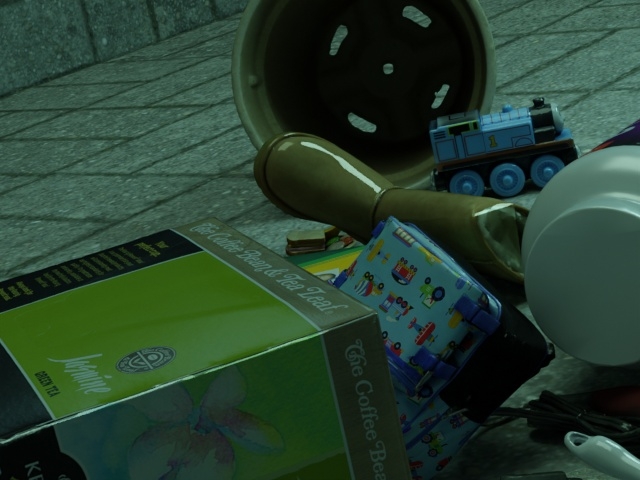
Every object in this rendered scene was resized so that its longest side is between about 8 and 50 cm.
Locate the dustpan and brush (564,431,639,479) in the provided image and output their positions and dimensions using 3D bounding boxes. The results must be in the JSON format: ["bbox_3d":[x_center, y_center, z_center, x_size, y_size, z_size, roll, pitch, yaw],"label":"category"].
[{"bbox_3d":[0.242,0.161,0.993,0.211,0.060,0.147,31,55,31],"label":"dustpan and brush"}]

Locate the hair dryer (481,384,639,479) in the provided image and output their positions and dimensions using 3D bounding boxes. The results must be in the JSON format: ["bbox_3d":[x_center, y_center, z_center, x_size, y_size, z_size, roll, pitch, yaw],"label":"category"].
[{"bbox_3d":[0.256,0.114,1.153,0.293,0.080,0.223,-11,16,6],"label":"hair dryer"}]

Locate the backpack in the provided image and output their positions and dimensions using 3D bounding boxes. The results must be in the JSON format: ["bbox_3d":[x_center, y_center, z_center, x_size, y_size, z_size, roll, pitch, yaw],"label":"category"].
[{"bbox_3d":[0.062,0.091,1.196,0.173,0.117,0.158,-50,45,7],"label":"backpack"}]

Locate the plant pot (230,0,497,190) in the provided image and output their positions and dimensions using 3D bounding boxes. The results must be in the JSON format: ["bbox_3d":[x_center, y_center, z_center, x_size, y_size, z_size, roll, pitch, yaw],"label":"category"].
[{"bbox_3d":[0.077,-0.228,2.100,0.334,0.334,0.305,-9,5,11],"label":"plant pot"}]

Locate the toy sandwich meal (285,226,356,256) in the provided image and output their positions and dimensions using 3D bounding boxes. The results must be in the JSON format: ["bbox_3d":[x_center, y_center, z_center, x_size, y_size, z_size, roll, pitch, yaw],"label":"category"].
[{"bbox_3d":[0.000,0.000,1.821,0.086,0.029,0.085,-12,16,3],"label":"toy sandwich meal"}]

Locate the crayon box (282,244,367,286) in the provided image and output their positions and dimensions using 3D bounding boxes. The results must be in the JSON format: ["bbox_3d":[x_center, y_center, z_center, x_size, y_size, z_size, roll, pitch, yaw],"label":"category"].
[{"bbox_3d":[0.011,0.086,1.429,0.165,0.081,0.278,-9,16,13],"label":"crayon box"}]

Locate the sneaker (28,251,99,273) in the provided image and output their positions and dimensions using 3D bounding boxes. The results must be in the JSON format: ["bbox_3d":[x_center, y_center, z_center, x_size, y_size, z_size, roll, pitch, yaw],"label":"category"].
[{"bbox_3d":[-0.181,0.067,1.559,0.180,0.124,0.321,-8,16,18],"label":"sneaker"}]

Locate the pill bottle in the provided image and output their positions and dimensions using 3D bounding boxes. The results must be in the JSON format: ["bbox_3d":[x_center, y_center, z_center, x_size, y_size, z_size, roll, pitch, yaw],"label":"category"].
[{"bbox_3d":[0.279,-0.004,1.300,0.181,0.181,0.323,-4,11,28],"label":"pill bottle"}]

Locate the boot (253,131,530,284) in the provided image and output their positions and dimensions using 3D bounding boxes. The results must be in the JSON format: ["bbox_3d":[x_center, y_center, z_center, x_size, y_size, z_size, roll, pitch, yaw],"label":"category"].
[{"bbox_3d":[0.089,-0.035,1.600,0.236,0.089,0.269,24,-6,-31],"label":"boot"}]

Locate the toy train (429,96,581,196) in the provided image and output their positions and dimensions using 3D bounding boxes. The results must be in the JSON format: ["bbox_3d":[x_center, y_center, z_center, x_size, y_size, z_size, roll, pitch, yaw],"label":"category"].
[{"bbox_3d":[0.218,-0.110,1.893,0.184,0.105,0.080,-11,16,8],"label":"toy train"}]

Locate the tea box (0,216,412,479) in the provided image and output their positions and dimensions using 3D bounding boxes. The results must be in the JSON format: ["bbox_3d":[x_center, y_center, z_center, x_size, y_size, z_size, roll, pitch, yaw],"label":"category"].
[{"bbox_3d":[-0.142,0.153,1.071,0.323,0.220,0.329,-19,17,-17],"label":"tea box"}]
